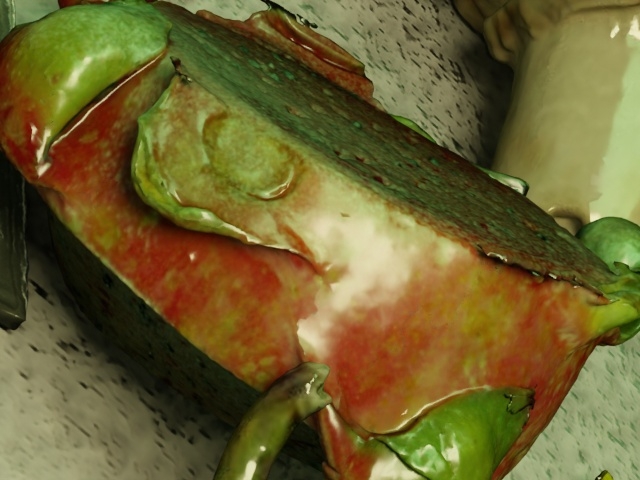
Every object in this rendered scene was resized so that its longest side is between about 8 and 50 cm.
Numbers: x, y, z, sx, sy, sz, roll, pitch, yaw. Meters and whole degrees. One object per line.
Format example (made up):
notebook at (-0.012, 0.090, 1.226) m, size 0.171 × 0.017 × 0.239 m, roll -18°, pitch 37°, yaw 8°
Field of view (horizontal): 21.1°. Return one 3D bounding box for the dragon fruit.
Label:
dragon fruit at (0.000, 0.000, 0.678) m, size 0.295 × 0.130 × 0.268 m, roll 25°, pitch 13°, yaw -18°

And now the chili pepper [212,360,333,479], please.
chili pepper at (-0.054, 0.215, 0.515) m, size 0.134 × 0.131 × 0.338 m, roll 1°, pitch 63°, yaw -13°

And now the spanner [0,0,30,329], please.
spanner at (-0.144, -0.109, 0.744) m, size 0.093 × 0.026 × 0.325 m, roll 15°, pitch 55°, yaw -35°

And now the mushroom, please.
mushroom at (0.145, -0.120, 0.869) m, size 0.292 × 0.292 × 0.290 m, roll 33°, pitch 74°, yaw -20°

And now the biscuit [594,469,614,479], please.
biscuit at (0.066, 0.185, 0.724) m, size 0.292 × 0.026 × 0.048 m, roll -34°, pitch 106°, yaw -48°
